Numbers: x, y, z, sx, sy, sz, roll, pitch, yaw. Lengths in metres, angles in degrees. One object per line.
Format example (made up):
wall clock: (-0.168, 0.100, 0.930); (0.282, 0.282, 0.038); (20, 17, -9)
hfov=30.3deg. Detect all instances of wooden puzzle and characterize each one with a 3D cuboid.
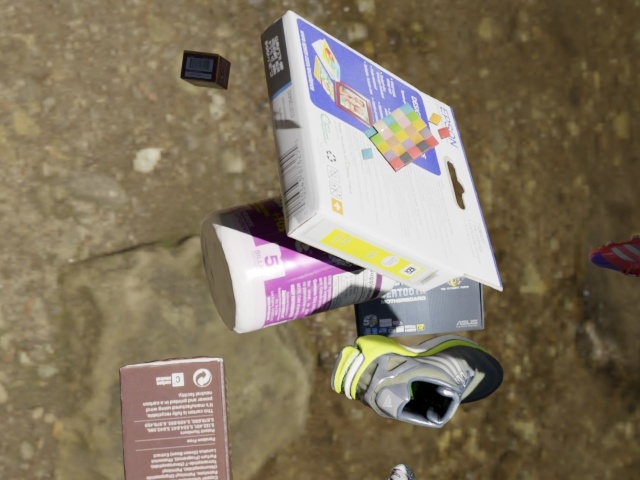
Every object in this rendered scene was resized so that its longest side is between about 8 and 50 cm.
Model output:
wooden puzzle: (0.074, -0.094, 1.070); (0.083, 0.049, 0.006); (-34, 162, -10)

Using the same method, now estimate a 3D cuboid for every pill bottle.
pill bottle: (0.003, 0.011, 1.594); (0.301, 0.169, 0.169); (-14, 102, -18)

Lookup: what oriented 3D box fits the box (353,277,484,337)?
box: (0.172, 0.077, 2.121); (0.059, 0.232, 0.183); (-90, 175, -71)

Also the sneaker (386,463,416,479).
sneaker: (0.126, 0.368, 1.669); (0.098, 0.038, 0.069); (47, 27, 3)

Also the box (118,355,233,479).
box: (-0.178, 0.351, 1.538); (0.143, 0.191, 0.381); (-5, 80, -4)

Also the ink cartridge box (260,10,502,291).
ink cartridge box: (0.070, -0.093, 1.431); (0.307, 0.072, 0.304); (26, 41, -40)

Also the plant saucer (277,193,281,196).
plant saucer: (0.000, 0.000, 1.796); (0.310, 0.310, 0.050); (-2, 50, -47)

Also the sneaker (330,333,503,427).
sneaker: (0.151, 0.199, 1.582); (0.300, 0.121, 0.111); (2, 117, -44)

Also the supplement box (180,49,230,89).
supplement box: (-0.166, -0.246, 1.712); (0.083, 0.055, 0.043); (-2, 99, -82)

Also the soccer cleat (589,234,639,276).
soccer cleat: (0.610, 0.041, 2.133); (0.248, 0.083, 0.095); (-3, 79, -8)
